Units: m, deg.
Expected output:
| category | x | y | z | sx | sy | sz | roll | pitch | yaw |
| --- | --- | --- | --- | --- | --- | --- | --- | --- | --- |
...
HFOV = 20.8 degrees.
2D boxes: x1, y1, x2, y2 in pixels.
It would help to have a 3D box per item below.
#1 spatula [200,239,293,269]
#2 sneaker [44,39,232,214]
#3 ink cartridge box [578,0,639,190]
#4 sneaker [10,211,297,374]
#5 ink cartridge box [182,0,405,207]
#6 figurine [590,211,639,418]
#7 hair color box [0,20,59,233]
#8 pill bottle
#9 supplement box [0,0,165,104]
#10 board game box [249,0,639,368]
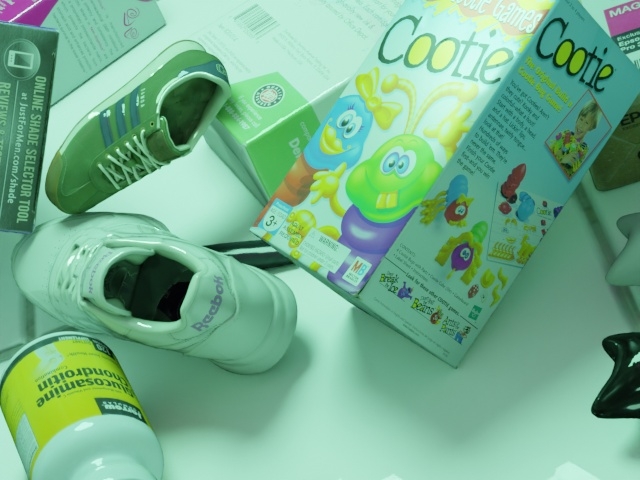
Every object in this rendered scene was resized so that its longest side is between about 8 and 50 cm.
| category | x | y | z | sx | sy | sz | roll | pitch | yaw |
| --- | --- | --- | --- | --- | --- | --- | --- | --- | --- |
| spatula | 0.000 | 0.000 | 1.498 | 0.296 | 0.030 | 0.084 | -12 | 54 | 18 |
| sneaker | -0.153 | -0.090 | 1.499 | 0.192 | 0.064 | 0.086 | -46 | 38 | -5 |
| ink cartridge box | 0.320 | -0.160 | 1.464 | 0.235 | 0.088 | 0.193 | -18 | 40 | 11 |
| sneaker | -0.164 | 0.024 | 1.455 | 0.305 | 0.152 | 0.114 | 12 | 81 | 38 |
| ink cartridge box | 0.057 | -0.182 | 1.604 | 0.353 | 0.119 | 0.207 | -33 | 39 | -8 |
| figurine | 0.302 | 0.038 | 1.256 | 0.209 | 0.092 | 0.215 | -11 | 39 | 24 |
| hair color box | -0.368 | -0.120 | 1.640 | 0.110 | 0.185 | 0.339 | 6 | 4 | -34 |
| pill bottle | -0.182 | 0.159 | 1.357 | 0.103 | 0.103 | 0.184 | -30 | 39 | -6 |
| supplement box | -0.294 | -0.228 | 1.854 | 0.220 | 0.111 | 0.114 | -37 | 39 | -15 |
| board game box | 0.100 | -0.067 | 1.357 | 0.142 | 0.144 | 0.275 | 31 | 86 | 45 |
